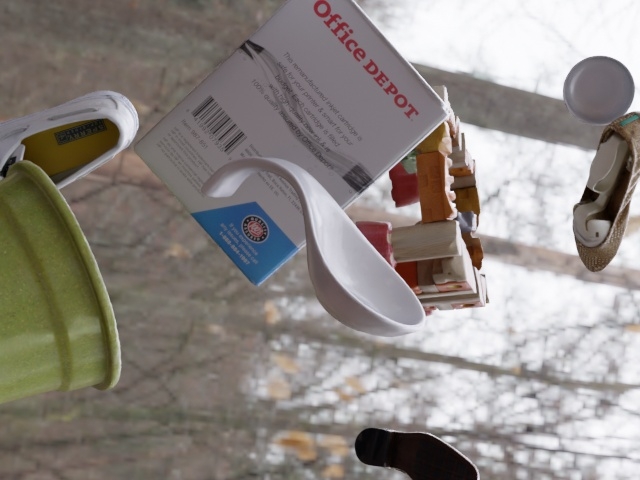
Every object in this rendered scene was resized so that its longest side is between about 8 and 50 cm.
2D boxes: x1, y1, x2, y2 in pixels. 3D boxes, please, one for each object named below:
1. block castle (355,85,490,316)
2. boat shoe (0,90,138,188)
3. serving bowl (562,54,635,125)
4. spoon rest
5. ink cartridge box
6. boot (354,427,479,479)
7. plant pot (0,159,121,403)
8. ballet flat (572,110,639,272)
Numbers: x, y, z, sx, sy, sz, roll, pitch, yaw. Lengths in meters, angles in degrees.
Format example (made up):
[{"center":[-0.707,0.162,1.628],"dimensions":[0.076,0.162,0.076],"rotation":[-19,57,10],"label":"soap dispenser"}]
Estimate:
[{"center":[0.140,-0.044,2.113],"dimensions":[0.453,0.212,0.303],"rotation":[45,39,-71],"label":"block castle"},{"center":[-0.437,-0.099,1.859],"dimensions":[0.156,0.367,0.136],"rotation":[-96,166,-72],"label":"boat shoe"},{"center":[0.326,-0.178,1.518],"dimensions":[0.027,0.083,0.083],"rotation":[-71,-179,-69],"label":"serving bowl"},{"center":[0.000,0.000,1.324],"dimensions":[0.276,0.137,0.084],"rotation":[40,-70,20],"label":"spoon rest"},{"center":[-0.029,-0.133,1.543],"dimensions":[0.307,0.223,0.129],"rotation":[-42,179,10],"label":"ink cartridge box"},{"center":[0.168,0.331,1.963],"dimensions":[0.219,0.106,0.082],"rotation":[14,-90,39],"label":"boot"},{"center":[-0.392,0.083,1.406],"dimensions":[0.276,0.254,0.276],"rotation":[42,-36,41],"label":"plant pot"},{"center":[0.321,-0.053,1.475],"dimensions":[0.073,0.067,0.206],"rotation":[38,-53,42],"label":"ballet flat"}]
